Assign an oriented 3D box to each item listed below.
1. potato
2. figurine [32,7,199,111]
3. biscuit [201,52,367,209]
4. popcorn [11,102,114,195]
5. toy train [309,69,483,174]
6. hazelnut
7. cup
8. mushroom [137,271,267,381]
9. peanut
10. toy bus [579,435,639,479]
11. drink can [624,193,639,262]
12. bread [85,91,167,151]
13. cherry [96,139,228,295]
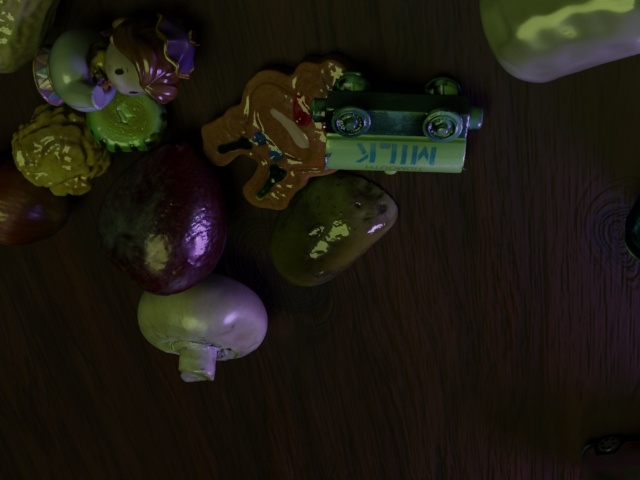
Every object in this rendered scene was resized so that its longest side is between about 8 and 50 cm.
[{"bbox_3d":[0.000,0.000,1.715,0.160,0.111,0.272,40,135,-12],"label":"potato"},{"bbox_3d":[-0.316,-0.282,1.585,0.263,0.189,0.142,-6,145,22],"label":"figurine"},{"bbox_3d":[-0.054,-0.178,1.616,0.202,0.047,0.334,48,129,-9],"label":"biscuit"},{"bbox_3d":[-0.455,-0.162,1.772,0.180,0.180,0.170,23,177,7],"label":"popcorn"},{"bbox_3d":[0.110,-0.160,1.498,0.253,0.105,0.157,2,134,0],"label":"toy train"},{"bbox_3d":[-0.571,-0.076,1.900,0.214,0.176,0.214,10,167,2],"label":"hazelnut"},{"bbox_3d":[0.297,-0.330,1.234,0.202,0.173,0.255,-13,122,33],"label":"cup"},{"bbox_3d":[-0.222,0.162,1.882,0.246,0.202,0.246,1,161,0],"label":"mushroom"},{"bbox_3d":[-0.472,-0.400,1.581,0.152,0.152,0.313,34,129,-4],"label":"peanut"},{"bbox_3d":[0.596,0.414,1.749,0.303,0.147,0.127,-17,113,35],"label":"toy bus"},{"bbox_3d":[0.508,-0.056,1.403,0.118,0.118,0.205,24,135,6],"label":"drink can"},{"bbox_3d":[-0.328,-0.211,1.705,0.139,0.130,0.071,6,177,0],"label":"bread"},{"bbox_3d":[-0.269,-0.038,1.744,0.230,0.203,0.300,42,120,37],"label":"cherry"}]
